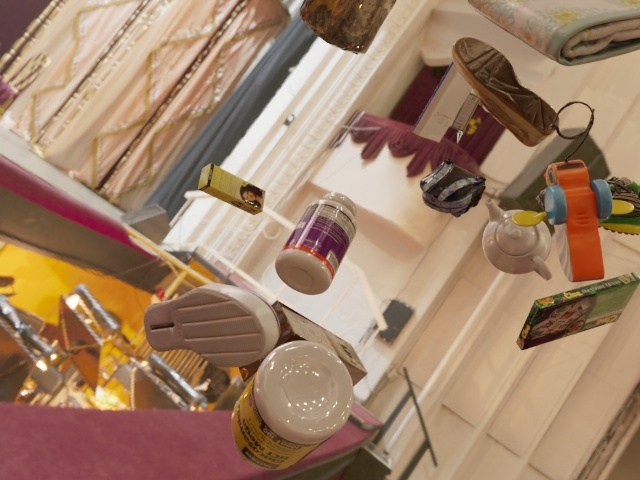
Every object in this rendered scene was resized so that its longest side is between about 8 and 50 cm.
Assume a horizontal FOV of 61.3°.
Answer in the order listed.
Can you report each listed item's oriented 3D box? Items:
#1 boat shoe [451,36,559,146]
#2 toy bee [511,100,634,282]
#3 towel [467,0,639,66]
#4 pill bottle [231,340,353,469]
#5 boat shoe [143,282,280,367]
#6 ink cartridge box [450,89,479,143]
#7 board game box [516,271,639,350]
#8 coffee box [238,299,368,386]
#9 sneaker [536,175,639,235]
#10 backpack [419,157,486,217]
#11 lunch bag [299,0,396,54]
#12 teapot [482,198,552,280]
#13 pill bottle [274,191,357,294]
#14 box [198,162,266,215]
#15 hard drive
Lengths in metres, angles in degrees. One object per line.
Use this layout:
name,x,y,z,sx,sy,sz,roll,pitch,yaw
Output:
boat shoe,0.456,-0.379,1.404,0.341,0.121,0.110,50,-20,7
toy bee,0.465,-0.082,0.982,0.195,0.298,0.162,14,11,6
towel,0.553,-0.487,1.145,0.320,0.374,0.090,-121,-158,-46
pill bottle,-0.075,0.351,1.092,0.188,0.188,0.334,35,-39,4
boat shoe,-0.159,0.119,0.852,0.119,0.121,0.335,-13,5,-43
ink cartridge box,0.565,-0.505,2.157,0.062,0.209,0.109,19,35,-1
board game box,0.541,0.148,1.133,0.030,0.260,0.136,-121,-154,-46
coffee box,-0.047,0.289,1.304,0.297,0.168,0.119,38,12,-41
sneaker,0.714,-0.109,1.389,0.343,0.146,0.134,1,41,-16
backpack,0.374,-0.140,1.584,0.158,0.173,0.117,36,-37,30
lunch bag,0.119,-0.752,1.710,0.256,0.305,0.212,-1,44,-49
teapot,0.696,0.001,1.910,0.256,0.252,0.187,9,-9,20
pill bottle,0.000,0.000,1.675,0.181,0.323,0.181,17,-39,15
box,-0.294,-0.170,1.825,0.232,0.087,0.058,24,-30,-37
hard drive,0.463,-0.512,1.938,0.040,0.319,0.210,40,22,26
